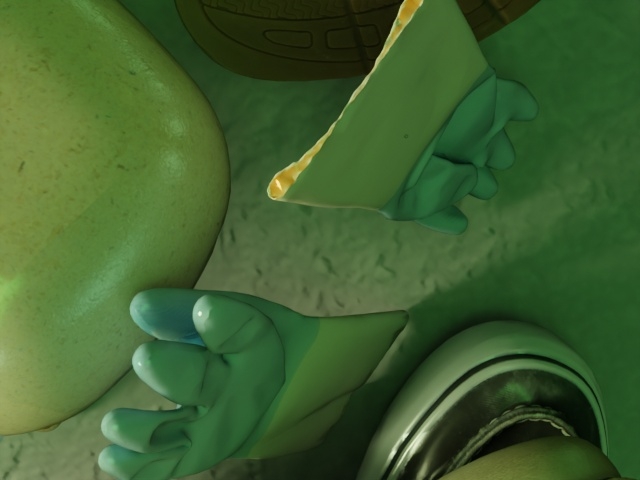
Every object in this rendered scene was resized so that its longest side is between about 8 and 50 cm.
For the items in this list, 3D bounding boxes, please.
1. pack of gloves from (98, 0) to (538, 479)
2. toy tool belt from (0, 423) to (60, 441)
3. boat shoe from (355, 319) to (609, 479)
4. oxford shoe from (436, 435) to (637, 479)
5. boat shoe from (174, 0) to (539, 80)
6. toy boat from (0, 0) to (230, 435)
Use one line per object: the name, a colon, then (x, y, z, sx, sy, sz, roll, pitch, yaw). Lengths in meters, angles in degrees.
pack of gloves: (0.000, 0.000, 0.491, 0.046, 0.232, 0.195, 36, 97, 18)
toy tool belt: (-0.154, 0.071, 0.563, 0.083, 0.051, 0.052, 24, 101, -11)
boat shoe: (0.059, 0.206, 0.581, 0.121, 0.119, 0.335, 14, 102, -8)
oxford shoe: (-0.063, 0.150, 0.508, 0.397, 0.146, 0.140, -27, 149, 15)
boat shoe: (0.071, -0.157, 0.520, 0.285, 0.089, 0.104, -24, 131, 3)
toy boat: (-0.207, 0.006, 0.483, 0.267, 0.148, 0.318, 38, 75, 3)
